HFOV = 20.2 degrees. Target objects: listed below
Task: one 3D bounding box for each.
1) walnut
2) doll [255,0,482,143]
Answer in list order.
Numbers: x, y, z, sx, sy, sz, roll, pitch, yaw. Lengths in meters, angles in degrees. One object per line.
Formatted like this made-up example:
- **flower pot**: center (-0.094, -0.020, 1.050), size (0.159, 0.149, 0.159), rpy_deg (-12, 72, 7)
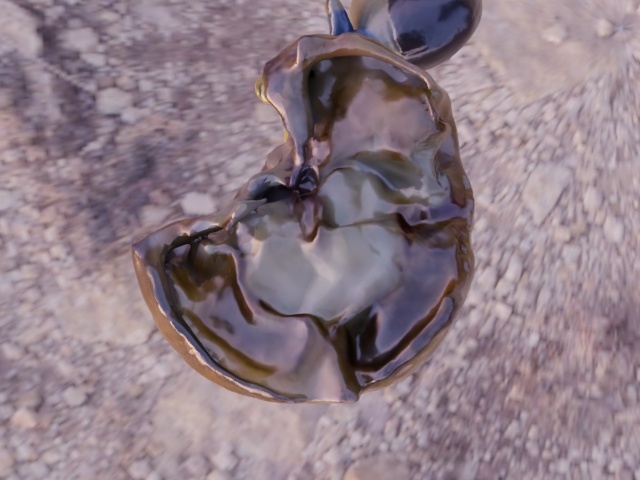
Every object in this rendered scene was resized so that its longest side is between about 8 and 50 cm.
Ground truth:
- **walnut**: center (0.011, 0.003, 1.163), size (0.204, 0.141, 0.238), rpy_deg (36, 87, 17)
- **doll**: center (0.039, -0.138, 1.276), size (0.179, 0.089, 0.102), rpy_deg (-28, 124, 3)
